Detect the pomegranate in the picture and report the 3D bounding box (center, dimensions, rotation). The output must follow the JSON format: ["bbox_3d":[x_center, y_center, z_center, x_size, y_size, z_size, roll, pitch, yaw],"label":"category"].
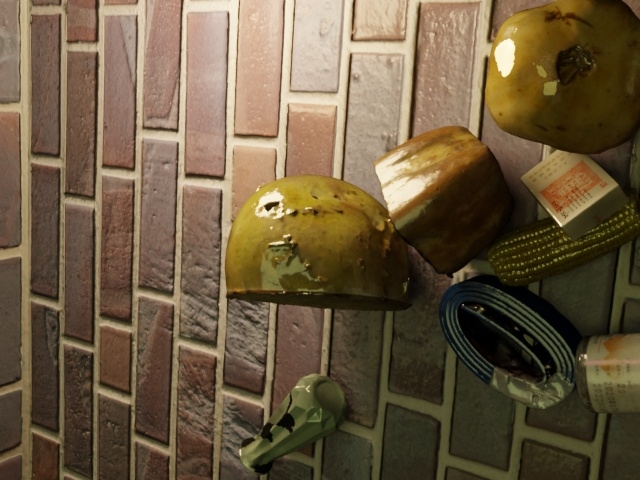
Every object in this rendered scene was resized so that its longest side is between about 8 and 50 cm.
[{"bbox_3d":[0.485,-0.318,1.486,0.333,0.333,0.332,5,99,33],"label":"pomegranate"}]

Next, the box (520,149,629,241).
[{"bbox_3d":[0.516,-0.105,1.554,0.141,0.058,0.201,-38,35,14],"label":"box"}]

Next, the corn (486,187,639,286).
[{"bbox_3d":[0.523,-0.004,1.608,0.345,0.131,0.131,-27,82,32],"label":"corn"}]

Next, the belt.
[{"bbox_3d":[0.428,0.222,1.706,0.347,0.117,0.212,39,114,23],"label":"belt"}]

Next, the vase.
[{"bbox_3d":[-0.079,0.506,2.063,0.360,0.165,0.165,-46,72,34],"label":"vase"}]

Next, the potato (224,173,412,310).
[{"bbox_3d":[0.000,0.000,1.773,0.386,0.442,0.319,-8,78,46],"label":"potato"}]

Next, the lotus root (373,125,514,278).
[{"bbox_3d":[0.292,-0.100,1.694,0.250,0.316,0.316,-35,77,13],"label":"lotus root"}]

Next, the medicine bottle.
[{"bbox_3d":[0.669,0.265,1.527,0.274,0.165,0.165,-10,91,33],"label":"medicine bottle"}]
